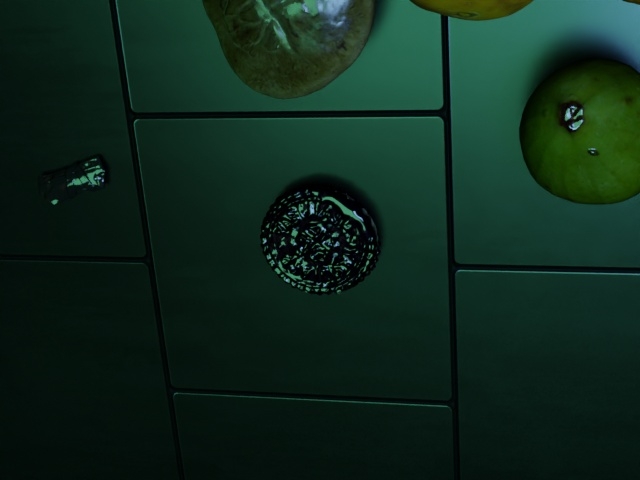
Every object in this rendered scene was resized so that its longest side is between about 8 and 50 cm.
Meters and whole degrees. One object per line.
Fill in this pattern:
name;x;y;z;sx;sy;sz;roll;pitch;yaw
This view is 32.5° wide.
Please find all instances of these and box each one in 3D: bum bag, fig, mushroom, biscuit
bum bag;-0.402;-0.095;1.776;0.124;0.034;0.058;-19;94;19
fig;0.362;-0.143;1.480;0.203;0.225;0.203;1;93;25
mushroom;-0.052;-0.340;1.526;0.278;0.146;0.278;6;110;17
biscuit;0.000;0.000;1.717;0.194;0.053;0.194;5;115;12

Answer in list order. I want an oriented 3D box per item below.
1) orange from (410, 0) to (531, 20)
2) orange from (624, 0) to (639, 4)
orange;0.194;-0.393;1.394;0.240;0.240;0.240;5;115;11
orange;0.419;-0.389;1.391;0.177;0.155;0.177;7;111;18
